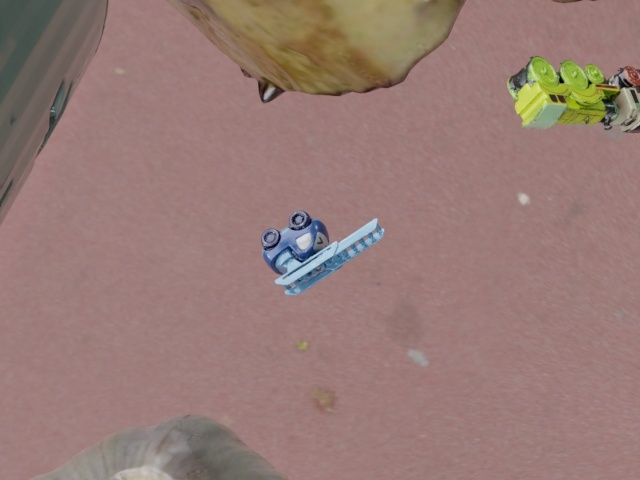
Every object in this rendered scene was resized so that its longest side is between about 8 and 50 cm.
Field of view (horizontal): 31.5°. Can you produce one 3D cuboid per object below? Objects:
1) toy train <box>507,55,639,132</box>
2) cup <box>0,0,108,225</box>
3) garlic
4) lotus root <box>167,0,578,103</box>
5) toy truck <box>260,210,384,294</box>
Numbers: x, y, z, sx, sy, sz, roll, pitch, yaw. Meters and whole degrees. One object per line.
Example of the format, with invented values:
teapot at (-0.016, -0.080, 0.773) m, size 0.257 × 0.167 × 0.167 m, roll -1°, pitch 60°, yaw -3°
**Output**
toy train at (0.316, -0.158, 1.257) m, size 0.053 × 0.250 × 0.085 m, roll -47°, pitch 53°, yaw 48°
cup at (-0.309, -0.137, 0.696) m, size 0.310 × 0.392 × 0.401 m, roll 10°, pitch 129°, yaw -6°
garlic at (-0.158, 0.323, 1.139) m, size 0.317 × 0.259 × 0.317 m, roll -7°, pitch 55°, yaw 10°
lotus root at (0.013, -0.202, 0.404) m, size 0.316 × 0.250 × 0.316 m, roll -21°, pitch 56°, yaw 34°
toy truck at (0.000, 0.000, 1.301) m, size 0.136 × 0.063 × 0.074 m, roll -34°, pitch 56°, yaw 4°
